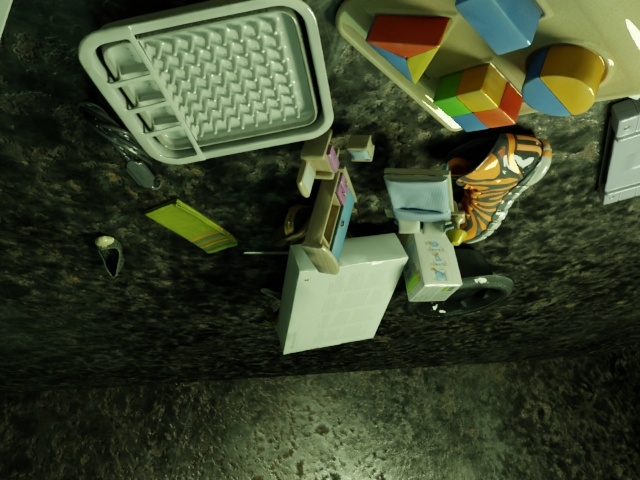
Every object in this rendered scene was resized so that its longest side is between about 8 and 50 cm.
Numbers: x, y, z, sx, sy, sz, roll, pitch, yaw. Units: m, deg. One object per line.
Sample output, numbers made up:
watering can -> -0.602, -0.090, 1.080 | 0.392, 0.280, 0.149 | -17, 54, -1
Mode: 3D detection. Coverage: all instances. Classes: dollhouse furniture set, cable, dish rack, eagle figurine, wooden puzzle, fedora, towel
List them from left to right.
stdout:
cable -> -0.335, -0.171, 0.798 | 0.047, 0.150, 0.184 | -37, 148, -8
towel -> -0.311, -0.028, 1.178 | 0.102, 0.021, 0.237 | -19, 149, 20
dish rack -> -0.157, -0.251, 0.750 | 0.332, 0.072, 0.285 | -9, 151, 5
eagle figurine -> -0.029, 0.190, 1.515 | 0.298, 0.225, 0.226 | -37, -165, -5
dollhouse furniture set -> 0.131, -0.052, 0.948 | 0.303, 0.198, 0.286 | 6, 156, 19
fedora -> 0.412, 0.124, 1.472 | 0.334, 0.153, 0.334 | -4, 154, -2
wooden puzzle -> 0.228, -0.251, 0.643 | 0.322, 0.081, 0.348 | 29, 163, -32

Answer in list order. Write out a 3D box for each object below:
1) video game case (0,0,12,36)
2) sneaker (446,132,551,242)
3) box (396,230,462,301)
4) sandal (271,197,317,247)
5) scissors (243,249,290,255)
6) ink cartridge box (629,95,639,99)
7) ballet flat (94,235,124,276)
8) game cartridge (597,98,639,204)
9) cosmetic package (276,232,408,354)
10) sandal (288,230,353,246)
video game case -> -0.450, -0.280, 0.451 | 0.269, 0.244, 0.061 | 20, 141, -40
sneaker -> 0.340, -0.120, 1.068 | 0.180, 0.125, 0.321 | 7, 138, -17
box -> 0.278, 0.044, 1.245 | 0.103, 0.203, 0.114 | 0, 153, -11
sandal -> -0.063, -0.051, 1.148 | 0.060, 0.090, 0.219 | 35, 143, -21
scissors -> -0.054, 0.032, 1.229 | 0.109, 0.021, 0.297 | 9, -176, 38
ink cartridge box -> 0.451, -0.331, 0.679 | 0.207, 0.119, 0.353 | 5, 150, -20
ballet flat -> -0.534, 0.038, 1.220 | 0.057, 0.049, 0.173 | -2, 151, -10
game cartridge -> 0.747, -0.206, 1.041 | 0.230, 0.068, 0.355 | -13, 151, 20
cosmetic package -> 0.042, 0.151, 1.290 | 0.284, 0.097, 0.377 | -8, 139, -20
sandal -> 0.000, 0.000, 1.252 | 0.180, 0.072, 0.049 | 0, 166, -10
